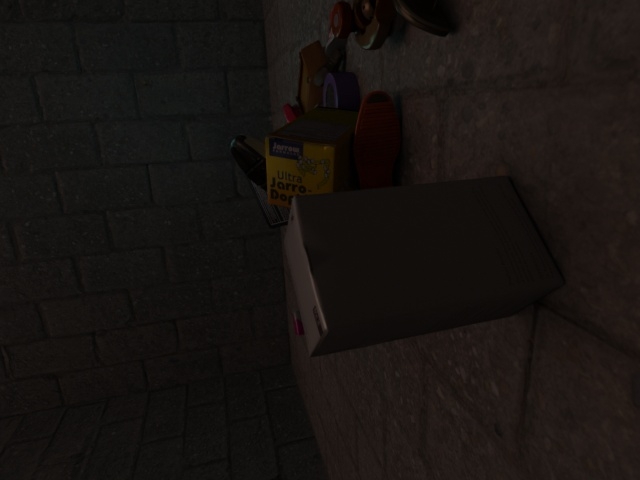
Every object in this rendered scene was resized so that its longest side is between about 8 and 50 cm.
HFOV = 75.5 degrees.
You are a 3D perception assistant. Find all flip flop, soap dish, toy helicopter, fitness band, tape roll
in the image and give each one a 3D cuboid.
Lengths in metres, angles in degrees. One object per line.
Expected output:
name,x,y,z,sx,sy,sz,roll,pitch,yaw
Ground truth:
flip flop,0.201,-0.527,0.816,0.080,0.112,0.278,146,123,-60
soap dish,-0.021,-0.610,1.671,0.291,0.118,0.229,102,158,-57
toy helicopter,0.134,-0.633,0.954,0.235,0.140,0.356,-119,28,-55
fitness band,-0.072,-0.475,1.813,0.291,0.054,0.209,47,-159,-52
tape roll,0.069,-0.480,1.432,0.189,0.080,0.189,174,90,-78

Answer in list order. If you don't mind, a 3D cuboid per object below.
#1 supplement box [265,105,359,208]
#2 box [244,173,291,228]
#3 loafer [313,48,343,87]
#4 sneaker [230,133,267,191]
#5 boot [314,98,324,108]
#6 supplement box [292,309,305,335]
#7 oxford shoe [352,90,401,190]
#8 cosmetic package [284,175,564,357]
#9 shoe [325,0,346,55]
supplement box,0.009,-0.243,1.192,0.357,0.193,0.196,-52,-31,-53
box,-0.123,-0.232,1.726,0.293,0.182,0.297,-9,109,44
loafer,0.034,-0.607,1.473,0.148,0.050,0.056,-46,69,27
sneaker,-0.085,-0.280,1.466,0.169,0.447,0.258,-15,45,57
boot,0.030,-0.422,1.636,0.115,0.112,0.305,57,162,27
supplement box,-0.014,0.366,1.922,0.114,0.219,0.112,139,123,-74
oxford shoe,0.142,-0.228,1.155,0.133,0.129,0.365,-110,17,-65
cosmetic package,0.149,0.035,0.670,0.156,0.383,0.218,106,154,-60
shoe,0.056,-0.720,1.409,0.178,0.063,0.081,131,132,-66
